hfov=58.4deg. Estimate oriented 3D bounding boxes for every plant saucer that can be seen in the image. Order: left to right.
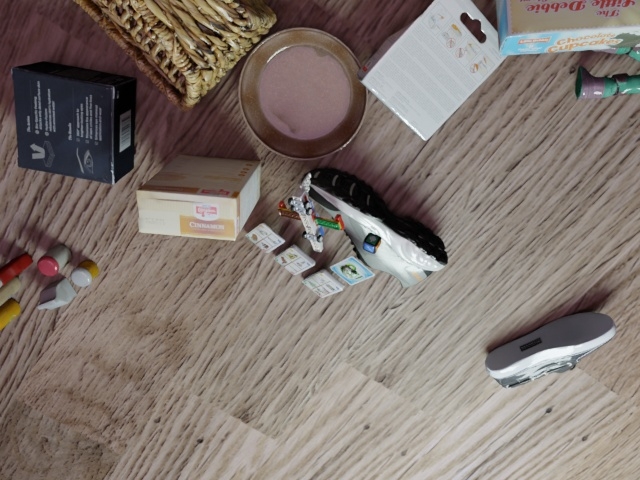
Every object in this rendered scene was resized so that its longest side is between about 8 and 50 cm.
[{"bbox_3d":[-0.026,-0.224,0.880,0.198,0.036,0.199,2,115,5],"label":"plant saucer"}]

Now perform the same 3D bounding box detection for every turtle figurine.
[{"bbox_3d":[0.486,-0.238,0.783,0.234,0.118,0.175,8,115,9],"label":"turtle figurine"}]

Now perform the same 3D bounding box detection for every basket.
[{"bbox_3d":[-0.241,-0.327,0.759,0.223,0.213,0.299,-37,105,19],"label":"basket"}]

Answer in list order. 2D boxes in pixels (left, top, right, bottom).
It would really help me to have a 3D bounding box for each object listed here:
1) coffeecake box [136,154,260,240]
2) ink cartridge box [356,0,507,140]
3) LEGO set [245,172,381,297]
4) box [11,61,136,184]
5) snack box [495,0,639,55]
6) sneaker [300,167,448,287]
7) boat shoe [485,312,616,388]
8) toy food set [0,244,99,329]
[{"bbox_3d":[-0.179,-0.072,0.881,0.142,0.185,0.068,5,114,4],"label":"coffeecake box"},{"bbox_3d":[0.163,-0.257,0.829,0.145,0.045,0.179,36,104,-26],"label":"ink cartridge box"},{"bbox_3d":[0.000,0.000,0.923,0.182,0.060,0.244,39,151,-11],"label":"LEGO set"},{"bbox_3d":[-0.383,-0.187,0.903,0.158,0.093,0.156,11,115,0],"label":"box"},{"bbox_3d":[0.389,-0.343,0.726,0.321,0.060,0.187,-1,83,7],"label":"snack box"},{"bbox_3d":[0.075,-0.015,0.931,0.271,0.100,0.108,37,121,-9],"label":"sneaker"},{"bbox_3d":[0.407,0.202,1.003,0.228,0.080,0.076,-30,114,18],"label":"boat shoe"},{"bbox_3d":[-0.529,0.090,1.034,0.232,0.104,0.111,-19,110,14],"label":"toy food set"}]
